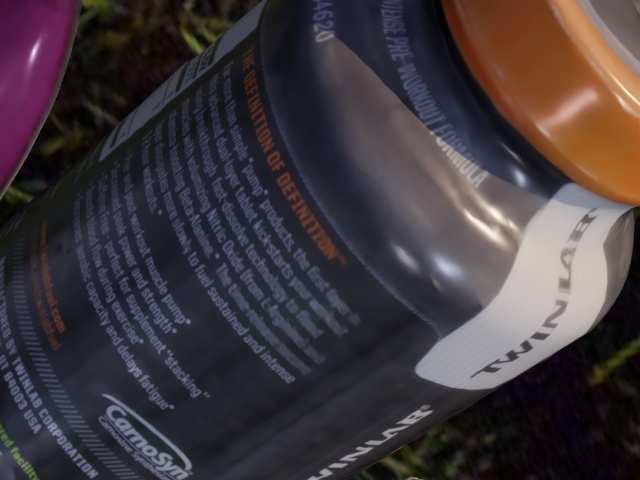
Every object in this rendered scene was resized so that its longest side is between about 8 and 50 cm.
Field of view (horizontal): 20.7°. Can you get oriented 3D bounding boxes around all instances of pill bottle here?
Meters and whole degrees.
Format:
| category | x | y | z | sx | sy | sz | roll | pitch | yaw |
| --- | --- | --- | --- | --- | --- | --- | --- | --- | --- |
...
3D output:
| category | x | y | z | sx | sy | sz | roll | pitch | yaw |
| --- | --- | --- | --- | --- | --- | --- | --- | --- | --- |
| pill bottle | 0.000 | 0.000 | 0.512 | 0.246 | 0.130 | 0.130 | -36 | 49 | 33 |

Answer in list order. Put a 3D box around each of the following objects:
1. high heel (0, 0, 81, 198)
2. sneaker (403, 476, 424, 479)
| category | x | y | z | sx | sy | sz | roll | pitch | yaw |
| --- | --- | --- | --- | --- | --- | --- | --- | --- | --- |
| high heel | -0.277 | -0.043 | 0.853 | 0.377 | 0.181 | 0.127 | -40 | 48 | 33 |
| sneaker | 0.063 | 0.196 | 1.183 | 0.095 | 0.090 | 0.235 | -44 | 9 | -34 |
